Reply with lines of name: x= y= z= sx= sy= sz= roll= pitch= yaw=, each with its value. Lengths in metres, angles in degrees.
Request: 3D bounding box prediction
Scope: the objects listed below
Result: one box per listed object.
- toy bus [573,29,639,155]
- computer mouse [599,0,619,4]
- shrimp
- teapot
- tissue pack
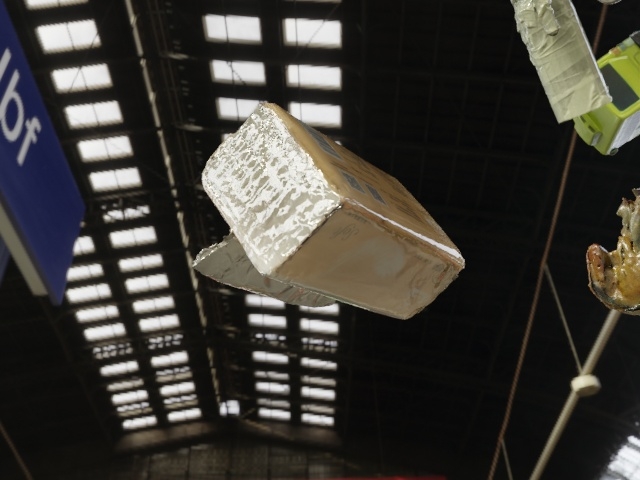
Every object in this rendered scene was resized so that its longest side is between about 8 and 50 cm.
toy bus: x=0.560 y=-0.263 z=1.314 sx=0.150 sy=0.128 sz=0.262 roll=-35 pitch=-16 yaw=7
computer mouse: x=0.515 y=-0.453 z=1.205 sx=0.039 sy=0.066 sz=0.096 roll=-19 pitch=-29 yaw=-54
shrimp: x=0.416 y=-0.032 z=0.933 sx=0.117 sy=0.261 sz=0.066 roll=-2 pitch=-7 yaw=9
teapot: x=0.310 y=-0.259 z=0.923 sx=0.077 sy=0.107 sz=0.200 roll=-23 pitch=-88 yaw=24
tissue pack: x=0.000 y=0.000 z=0.931 sx=0.239 sy=0.238 sz=0.306 roll=-30 pitch=-31 yaw=27
